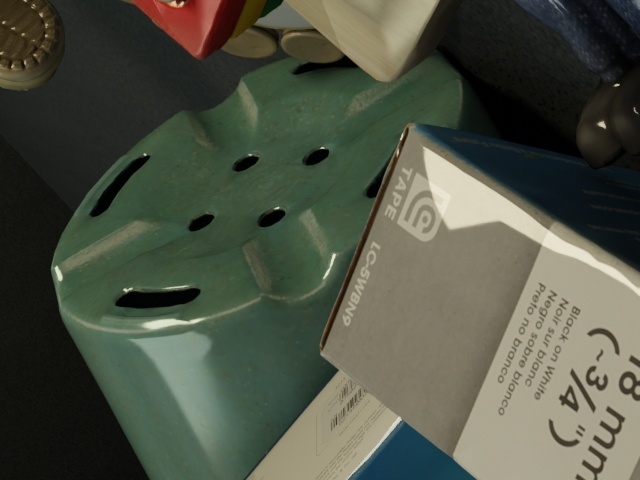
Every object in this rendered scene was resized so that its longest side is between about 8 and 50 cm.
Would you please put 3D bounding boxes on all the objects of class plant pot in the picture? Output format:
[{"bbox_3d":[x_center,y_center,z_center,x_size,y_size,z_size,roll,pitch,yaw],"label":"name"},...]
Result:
[{"bbox_3d":[0.034,0.087,1.088,0.341,0.341,0.334,28,152,58],"label":"plant pot"}]

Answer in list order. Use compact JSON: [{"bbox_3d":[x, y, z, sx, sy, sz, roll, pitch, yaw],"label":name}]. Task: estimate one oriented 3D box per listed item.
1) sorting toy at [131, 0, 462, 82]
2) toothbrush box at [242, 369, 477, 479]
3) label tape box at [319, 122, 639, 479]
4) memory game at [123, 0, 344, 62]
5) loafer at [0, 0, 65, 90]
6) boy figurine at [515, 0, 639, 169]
[{"bbox_3d":[-0.044,-0.195,0.563,0.257,0.089,0.255,43,143,11],"label":"sorting toy"},{"bbox_3d":[0.105,0.188,0.899,0.295,0.216,0.126,35,-163,-12],"label":"toothbrush box"},{"bbox_3d":[0.194,0.083,0.674,0.240,0.106,0.333,9,-161,-43],"label":"label tape box"},{"bbox_3d":[-0.029,-0.136,0.969,0.186,0.012,0.186,8,160,3],"label":"memory game"},{"bbox_3d":[-0.311,-0.199,1.504,0.268,0.102,0.092,40,163,17],"label":"loafer"},{"bbox_3d":[0.040,-0.156,0.683,0.285,0.092,0.177,43,173,-7],"label":"boy figurine"}]
